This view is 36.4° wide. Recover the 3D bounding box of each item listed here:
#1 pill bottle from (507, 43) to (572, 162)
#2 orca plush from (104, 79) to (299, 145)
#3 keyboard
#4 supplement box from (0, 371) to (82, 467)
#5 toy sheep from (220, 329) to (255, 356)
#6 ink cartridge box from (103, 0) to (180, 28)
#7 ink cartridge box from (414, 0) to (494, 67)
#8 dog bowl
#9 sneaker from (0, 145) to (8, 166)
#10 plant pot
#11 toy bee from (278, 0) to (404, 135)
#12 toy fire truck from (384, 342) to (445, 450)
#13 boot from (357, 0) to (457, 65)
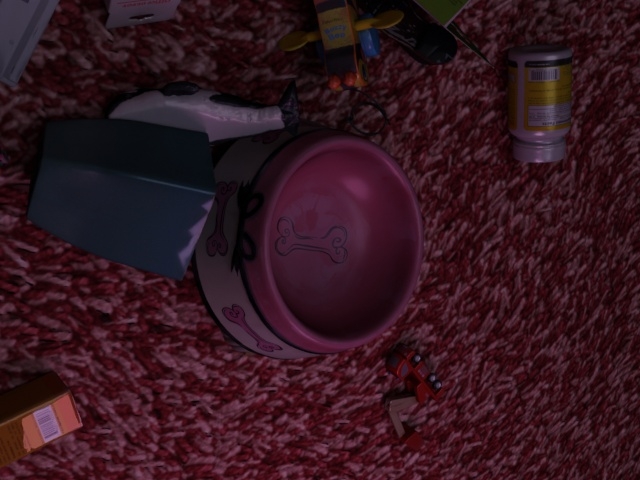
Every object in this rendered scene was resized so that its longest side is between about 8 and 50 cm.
[{"bbox_3d":[0.414,-0.259,1.842,0.119,0.119,0.208,-14,112,-29],"label":"pill bottle"},{"bbox_3d":[-0.179,-0.215,1.477,0.287,0.102,0.151,-12,141,1],"label":"orca plush"},{"bbox_3d":[-0.401,-0.343,1.359,0.072,0.014,0.256,27,88,-30],"label":"keyboard"},{"bbox_3d":[-0.483,0.288,1.456,0.233,0.078,0.080,-23,119,-25],"label":"supplement box"},{"bbox_3d":[-0.129,0.136,1.631,0.091,0.091,0.132,-26,117,-24],"label":"toy sheep"},{"bbox_3d":[-0.248,-0.388,1.371,0.115,0.198,0.067,-15,70,-28],"label":"ink cartridge box"},{"bbox_3d":[0.204,-0.423,1.605,0.255,0.188,0.097,30,112,-36],"label":"ink cartridge box"},{"bbox_3d":[0.000,0.000,1.580,0.408,0.150,0.407,-2,94,-39],"label":"dog bowl"},{"bbox_3d":[-0.493,-0.127,1.351,0.119,0.047,0.057,28,110,-35],"label":"sneaker"},{"bbox_3d":[-0.292,-0.074,1.398,0.234,0.165,0.165,12,123,-20],"label":"plant pot"},{"bbox_3d":[0.049,-0.306,1.547,0.195,0.162,0.298,-32,101,21],"label":"toy bee"},{"bbox_3d":[0.170,0.306,1.900,0.135,0.047,0.192,-45,123,-12],"label":"toy fire truck"},{"bbox_3d":[0.128,-0.370,1.662,0.219,0.106,0.082,40,85,-6],"label":"boot"}]
